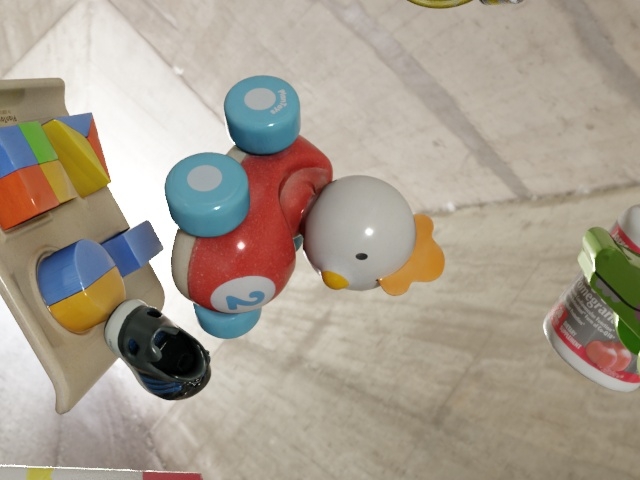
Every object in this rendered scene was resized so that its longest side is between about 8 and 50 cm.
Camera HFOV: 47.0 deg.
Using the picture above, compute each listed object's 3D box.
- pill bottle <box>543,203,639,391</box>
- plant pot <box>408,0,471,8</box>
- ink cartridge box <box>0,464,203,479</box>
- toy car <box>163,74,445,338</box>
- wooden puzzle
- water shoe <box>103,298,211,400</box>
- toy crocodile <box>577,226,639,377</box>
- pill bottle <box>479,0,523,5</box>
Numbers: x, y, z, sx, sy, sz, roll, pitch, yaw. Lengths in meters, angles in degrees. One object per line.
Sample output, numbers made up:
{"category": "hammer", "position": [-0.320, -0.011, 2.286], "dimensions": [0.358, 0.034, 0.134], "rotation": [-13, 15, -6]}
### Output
{"category": "pill bottle", "position": [0.492, 0.058, 1.103], "dimensions": [0.176, 0.319, 0.176], "rotation": [21, 28, -12]}
{"category": "plant pot", "position": [0.080, -0.210, 0.477], "dimensions": [0.134, 0.095, 0.134], "rotation": [5, -24, 2]}
{"category": "ink cartridge box", "position": [-0.333, 0.418, 0.864], "dimensions": [0.384, 0.161, 0.279], "rotation": [8, 25, -16]}
{"category": "toy car", "position": [0.000, 0.000, 0.711], "dimensions": [0.237, 0.210, 0.219], "rotation": [19, -34, 14]}
{"category": "wooden puzzle", "position": [-0.283, -0.023, 0.852], "dimensions": [0.322, 0.080, 0.348], "rotation": [-68, 137, -76]}
{"category": "water shoe", "position": [-0.152, 0.133, 0.770], "dimensions": [0.080, 0.073, 0.203], "rotation": [23, -18, 27]}
{"category": "toy crocodile", "position": [0.337, 0.115, 0.589], "dimensions": [0.340, 0.105, 0.115], "rotation": [46, 19, -1]}
{"category": "pill bottle", "position": [0.361, -0.488, 1.420], "dimensions": [0.065, 0.065, 0.116], "rotation": [48, -15, -34]}
